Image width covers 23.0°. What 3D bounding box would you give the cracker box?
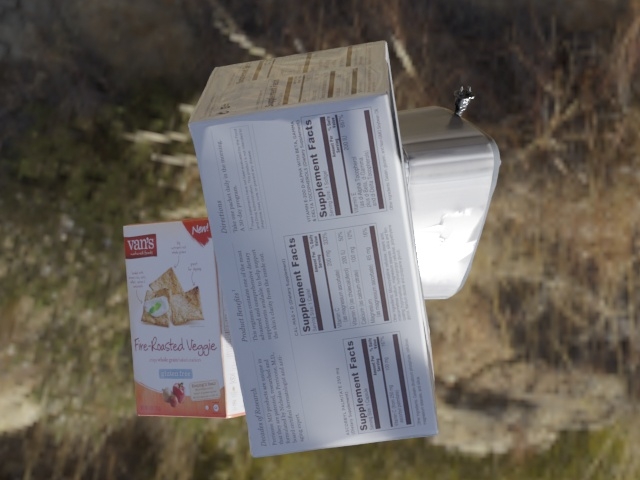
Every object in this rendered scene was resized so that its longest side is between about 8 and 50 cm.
[{"bbox_3d":[-0.152,0.090,1.859,0.155,0.232,0.067,-5,179,42],"label":"cracker box"}]

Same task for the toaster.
[{"bbox_3d":[0.080,-0.041,1.568,0.146,0.129,0.227,-8,124,-40],"label":"toaster"}]

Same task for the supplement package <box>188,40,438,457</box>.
[{"bbox_3d":[0.000,0.000,1.215,0.145,0.204,0.262,-8,107,4],"label":"supplement package"}]
